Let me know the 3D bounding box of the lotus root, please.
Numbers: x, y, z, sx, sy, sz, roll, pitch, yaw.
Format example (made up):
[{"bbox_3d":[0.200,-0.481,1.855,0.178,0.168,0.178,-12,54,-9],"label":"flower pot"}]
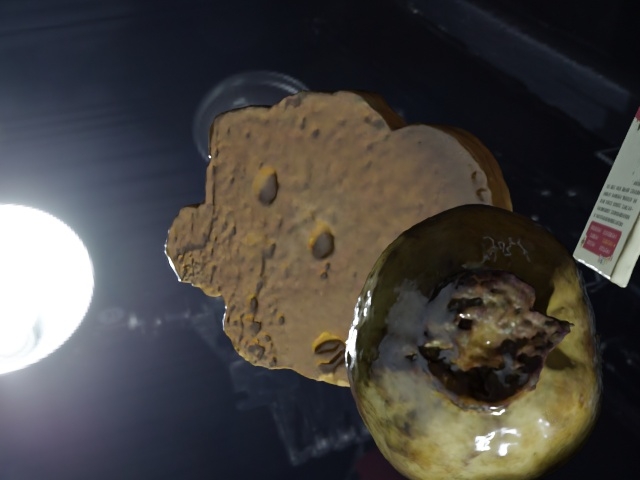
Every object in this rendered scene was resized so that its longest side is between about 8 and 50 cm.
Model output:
[{"bbox_3d":[0.085,0.060,0.484,0.260,0.128,0.145,40,54,-77],"label":"lotus root"}]

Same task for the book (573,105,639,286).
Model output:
[{"bbox_3d":[0.314,-0.075,0.875,0.162,0.022,0.232,-57,168,-82],"label":"book"}]

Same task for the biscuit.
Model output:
[{"bbox_3d":[0.003,-0.001,0.827,0.376,0.051,0.269,-4,-86,35],"label":"biscuit"}]
